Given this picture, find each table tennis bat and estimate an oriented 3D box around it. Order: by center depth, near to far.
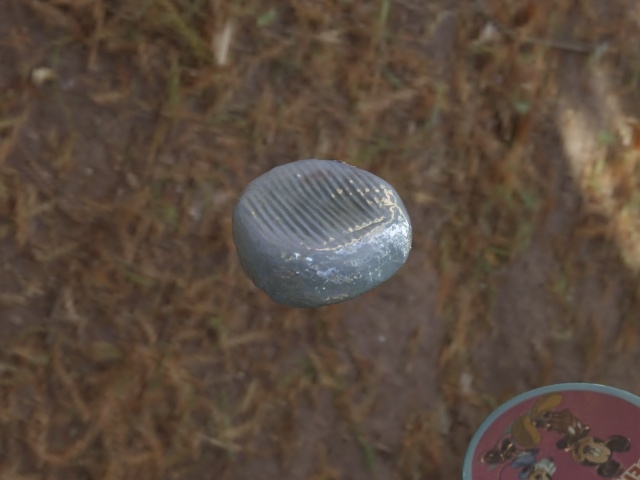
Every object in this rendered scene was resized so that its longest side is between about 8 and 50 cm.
[{"bbox_3d":[0.199,0.174,1.047,0.153,0.244,0.040,-37,137,-24],"label":"table tennis bat"}]

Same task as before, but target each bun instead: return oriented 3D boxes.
[{"bbox_3d":[0.000,0.000,1.251,0.141,0.141,0.083,-39,142,-34],"label":"bun"}]
